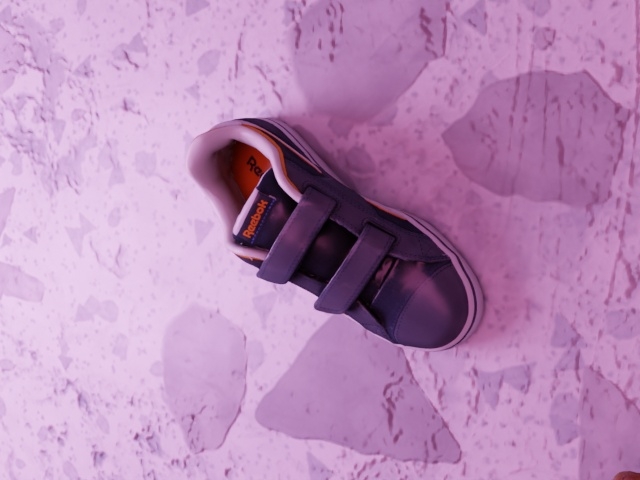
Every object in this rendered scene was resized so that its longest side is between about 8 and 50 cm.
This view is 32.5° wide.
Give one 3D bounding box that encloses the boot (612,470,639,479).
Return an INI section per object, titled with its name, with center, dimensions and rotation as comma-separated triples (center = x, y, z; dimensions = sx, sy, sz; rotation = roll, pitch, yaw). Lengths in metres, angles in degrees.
[boot]
center = 0.334, 0.244, 0.859
dimensions = 0.197, 0.073, 0.152
rotation = 48, 144, 2

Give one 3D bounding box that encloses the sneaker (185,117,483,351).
[sneaker]
center = 0.000, 0.000, 1.034
dimensions = 0.321, 0.127, 0.126
rotation = 38, 113, 21
